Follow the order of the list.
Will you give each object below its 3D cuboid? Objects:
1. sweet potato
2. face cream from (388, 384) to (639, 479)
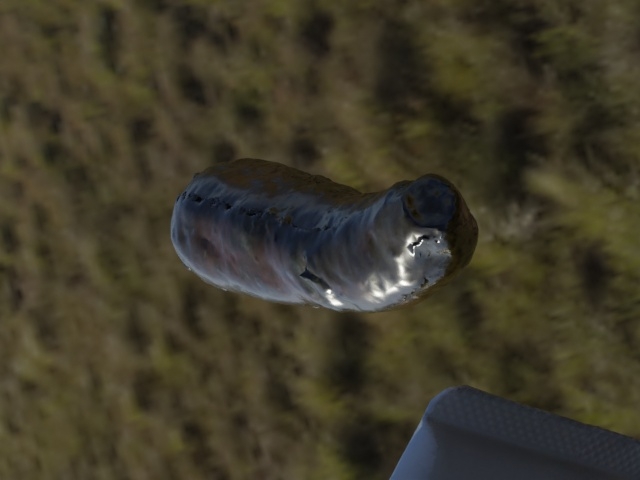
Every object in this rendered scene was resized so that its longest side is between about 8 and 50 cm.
[{"bbox_3d":[0.000,0.000,0.808,0.273,0.075,0.075,8,112,64],"label":"sweet potato"},{"bbox_3d":[0.027,0.149,0.518,0.224,0.114,0.070,-60,36,15],"label":"face cream"}]
